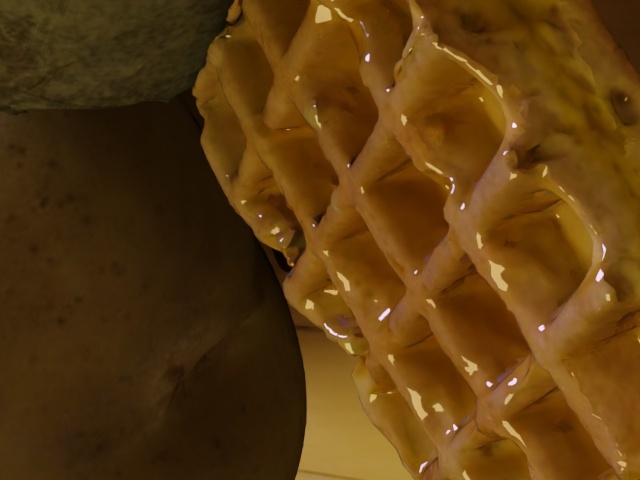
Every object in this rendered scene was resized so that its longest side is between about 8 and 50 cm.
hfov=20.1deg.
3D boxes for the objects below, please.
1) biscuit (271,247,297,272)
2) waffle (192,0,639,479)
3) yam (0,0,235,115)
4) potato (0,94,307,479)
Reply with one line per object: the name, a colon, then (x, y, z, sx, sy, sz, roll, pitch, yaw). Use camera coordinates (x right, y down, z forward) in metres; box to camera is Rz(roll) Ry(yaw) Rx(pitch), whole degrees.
biscuit: (0.000, 0.000, 0.758, 0.092, 0.016, 0.082, 43, 150, 0)
waffle: (0.042, 0.002, 0.515, 0.211, 0.055, 0.160, 59, 153, 16)
yam: (-0.055, -0.168, 0.510, 0.168, 0.168, 0.304, 38, 147, 6)
potato: (-0.148, 0.016, 0.717, 0.326, 0.243, 0.221, 55, 157, -19)
